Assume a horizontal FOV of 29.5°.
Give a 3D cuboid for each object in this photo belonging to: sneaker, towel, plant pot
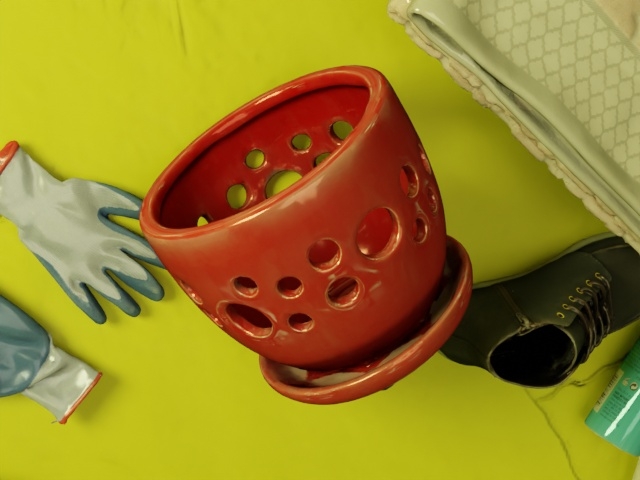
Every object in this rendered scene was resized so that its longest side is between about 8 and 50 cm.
[{"bbox_3d":[0.205,0.059,0.938,0.222,0.118,0.083,-19,107,-12],"label":"sneaker"},{"bbox_3d":[0.244,-0.188,0.897,0.332,0.053,0.317,38,77,-24],"label":"towel"},{"bbox_3d":[0.000,0.000,0.832,0.191,0.191,0.174,-37,118,-6],"label":"plant pot"}]

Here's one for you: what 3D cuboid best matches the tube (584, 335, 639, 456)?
[{"bbox_3d":[0.291,0.077,0.995,0.052,0.080,0.207,27,97,-17],"label":"tube"}]

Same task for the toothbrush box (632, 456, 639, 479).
[{"bbox_3d":[0.399,0.274,0.943,0.216,0.295,0.126,5,111,-17],"label":"toothbrush box"}]

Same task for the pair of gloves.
[{"bbox_3d":[-0.204,0.037,0.863,0.159,0.023,0.198,36,89,-19],"label":"pair of gloves"}]
